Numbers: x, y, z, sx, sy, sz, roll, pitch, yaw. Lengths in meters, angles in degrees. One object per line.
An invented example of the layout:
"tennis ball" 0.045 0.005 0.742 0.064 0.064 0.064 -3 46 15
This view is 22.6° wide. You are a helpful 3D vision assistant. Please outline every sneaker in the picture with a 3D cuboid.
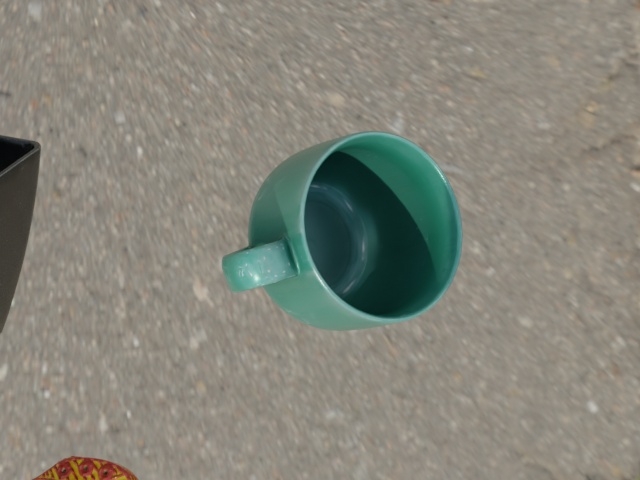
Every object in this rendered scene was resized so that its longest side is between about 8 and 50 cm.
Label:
"sneaker" -0.215 0.226 1.366 0.175 0.064 0.067 -19 152 33

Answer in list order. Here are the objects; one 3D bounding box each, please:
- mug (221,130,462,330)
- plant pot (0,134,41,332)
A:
"mug" 0.005 -0.007 1.077 0.158 0.097 0.129 20 73 -29
"plant pot" -0.341 0.016 1.267 0.187 0.188 0.167 11 119 17
